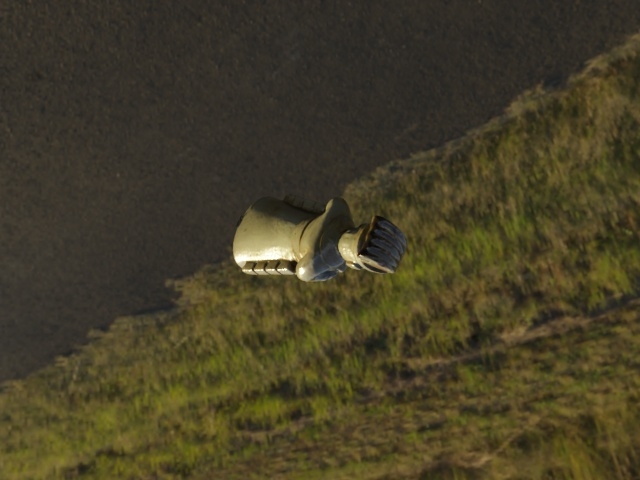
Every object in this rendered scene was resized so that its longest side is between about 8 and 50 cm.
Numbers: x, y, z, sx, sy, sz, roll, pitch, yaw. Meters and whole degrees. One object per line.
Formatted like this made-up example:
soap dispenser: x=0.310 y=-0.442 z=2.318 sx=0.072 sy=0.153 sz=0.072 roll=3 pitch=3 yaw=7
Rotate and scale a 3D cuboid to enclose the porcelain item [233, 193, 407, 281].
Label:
porcelain item: x=0.000 y=0.000 z=0.659 sx=0.054 sy=0.084 sz=0.213 roll=29 pitch=168 yaw=-30
